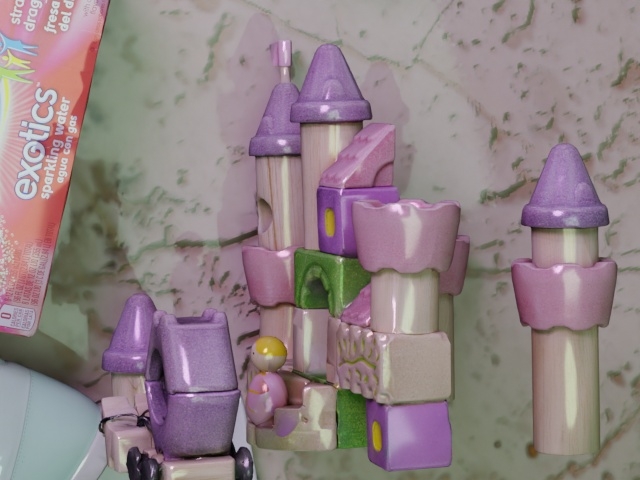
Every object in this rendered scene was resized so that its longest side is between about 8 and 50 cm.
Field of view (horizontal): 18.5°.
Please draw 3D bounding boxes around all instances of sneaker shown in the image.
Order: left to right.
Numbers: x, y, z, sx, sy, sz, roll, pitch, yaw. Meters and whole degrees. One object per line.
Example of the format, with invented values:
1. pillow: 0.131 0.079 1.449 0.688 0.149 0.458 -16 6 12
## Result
1. sneaker: -0.265 0.189 1.320 0.151 0.094 0.256 35 82 -22

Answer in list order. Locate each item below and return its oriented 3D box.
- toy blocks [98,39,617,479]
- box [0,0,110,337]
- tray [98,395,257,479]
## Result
1. toy blocks: 0.000 0.000 1.254 0.309 0.288 0.260 -3 95 -21
2. box: -0.223 -0.080 1.291 0.122 0.128 0.257 11 99 -14
3. tray: -0.177 0.198 1.407 0.270 0.030 0.145 -12 103 -9
